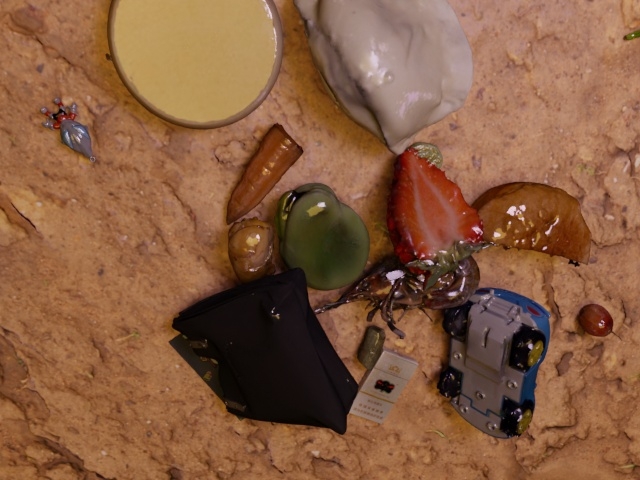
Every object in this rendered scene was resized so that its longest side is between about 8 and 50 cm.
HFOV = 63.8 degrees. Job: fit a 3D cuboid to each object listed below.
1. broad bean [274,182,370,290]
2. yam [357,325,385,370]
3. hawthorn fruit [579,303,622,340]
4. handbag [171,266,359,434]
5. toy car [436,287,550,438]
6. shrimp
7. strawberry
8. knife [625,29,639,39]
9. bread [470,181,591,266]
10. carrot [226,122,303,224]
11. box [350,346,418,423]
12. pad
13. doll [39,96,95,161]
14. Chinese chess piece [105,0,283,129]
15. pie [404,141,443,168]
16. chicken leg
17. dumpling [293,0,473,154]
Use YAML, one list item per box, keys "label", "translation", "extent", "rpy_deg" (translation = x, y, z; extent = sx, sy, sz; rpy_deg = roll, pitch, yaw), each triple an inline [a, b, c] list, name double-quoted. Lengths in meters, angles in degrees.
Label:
- label: "broad bean"
  translation: [0.000, 0.000, 0.949]
  extent: [0.169, 0.100, 0.228]
  rpy_deg: [-37, 112, 12]
- label: "yam"
  translation: [0.105, 0.224, 1.072]
  extent: [0.043, 0.043, 0.094]
  rpy_deg: [17, 107, -14]
- label: "hawthorn fruit"
  translation: [0.607, 0.181, 1.103]
  extent: [0.066, 0.103, 0.067]
  rpy_deg: [-13, 119, -24]
- label: "handbag"
  translation: [-0.107, 0.220, 0.959]
  extent: [0.287, 0.152, 0.343]
  rpy_deg: [-11, 117, 26]
- label: "toy car"
  translation: [0.365, 0.249, 1.058]
  extent: [0.165, 0.198, 0.315]
  rpy_deg: [-18, 117, -36]
- label: "shrimp"
  translation: [0.146, 0.103, 0.997]
  extent: [0.342, 0.116, 0.145]
  rpy_deg: [-16, 98, -4]
- label: "strawberry"
  translation: [0.173, -0.039, 0.920]
  extent: [0.174, 0.098, 0.228]
  rpy_deg: [-31, 79, -16]
- label: "knife"
  translation: [0.648, -0.400, 0.946]
  extent: [0.184, 0.022, 0.026]
  rpy_deg: [-19, 84, -2]
- label: "bread"
  translation: [0.403, -0.045, 0.979]
  extent: [0.260, 0.129, 0.134]
  rpy_deg: [16, 105, -15]
- label: "carrot"
  translation: [-0.112, -0.107, 0.916]
  extent: [0.072, 0.072, 0.205]
  rpy_deg: [33, 110, -18]
- label: "box"
  translation: [0.133, 0.316, 1.117]
  extent: [0.089, 0.024, 0.167]
  rpy_deg: [23, 105, -15]
- label: "pad"
  translation: [-0.168, 0.248, 1.058]
  extent: [0.170, 0.006, 0.246]
  rpy_deg: [-33, 110, 3]
- label: "doll"
  translation: [-0.410, -0.180, 0.853]
  extent: [0.114, 0.039, 0.057]
  rpy_deg: [55, 52, -12]
- label: "Chinese chess piece"
  translation: [-0.192, -0.312, 0.806]
  extent: [0.273, 0.102, 0.274]
  rpy_deg: [-3, 110, -9]
- label: "pie"
  translation: [0.187, -0.147, 0.967]
  extent: [0.085, 0.017, 0.085]
  rpy_deg: [-3, 112, -7]
- label: "chicken leg"
  translation: [-0.125, 0.041, 0.954]
  extent: [0.085, 0.101, 0.208]
  rpy_deg: [-1, 130, -4]
- label: "dumpling"
  translation: [0.111, -0.302, 0.809]
  extent: [0.242, 0.187, 0.318]
  rpy_deg: [-32, 108, 7]
